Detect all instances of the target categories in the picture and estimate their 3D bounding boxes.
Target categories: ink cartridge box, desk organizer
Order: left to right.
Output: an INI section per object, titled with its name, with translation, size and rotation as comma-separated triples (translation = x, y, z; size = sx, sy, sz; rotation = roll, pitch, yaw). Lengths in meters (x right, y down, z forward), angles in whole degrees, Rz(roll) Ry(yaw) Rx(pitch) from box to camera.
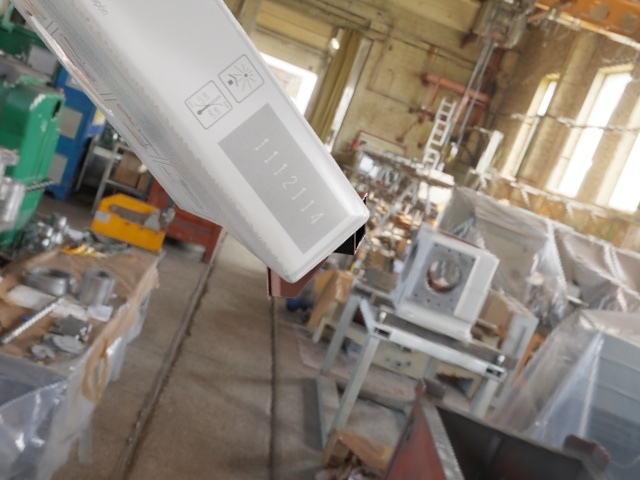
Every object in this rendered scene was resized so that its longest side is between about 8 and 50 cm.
[ink cartridge box]
translation = -0.123, -0.127, 0.446
size = 0.296, 0.066, 0.261
rotation = 53, -11, -24
[desk organizer]
translation = 0.000, 0.000, 0.602
size = 0.050, 0.047, 0.130
rotation = 7, 27, 15
